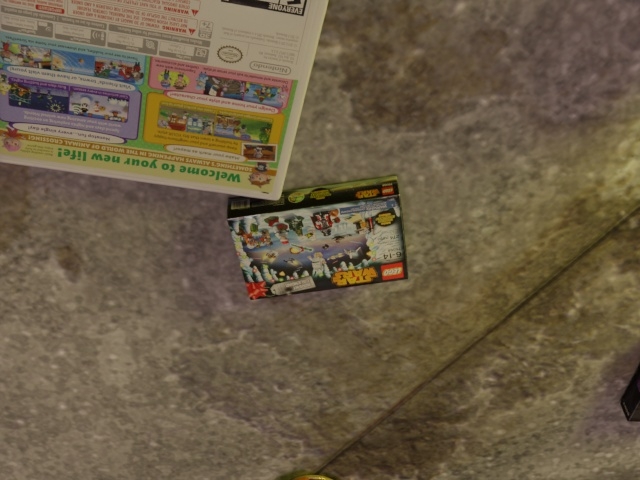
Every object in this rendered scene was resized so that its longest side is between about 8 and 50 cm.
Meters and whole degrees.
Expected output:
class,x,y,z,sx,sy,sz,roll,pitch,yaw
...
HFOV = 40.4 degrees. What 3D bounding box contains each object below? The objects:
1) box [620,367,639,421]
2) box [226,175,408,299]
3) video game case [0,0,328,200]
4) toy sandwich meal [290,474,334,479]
class,x,y,z,sx,sy,sz,roll,pitch,yaw
box,0.390,0.135,0.847,0.162,0.029,0.116,3,131,-4
box,0.000,0.000,0.707,0.137,0.027,0.094,-8,132,4
video game case,-0.114,-0.120,0.598,0.212,0.023,0.193,7,131,-11
toy sandwich meal,-0.011,0.289,0.962,0.086,0.029,0.085,-1,132,-2
